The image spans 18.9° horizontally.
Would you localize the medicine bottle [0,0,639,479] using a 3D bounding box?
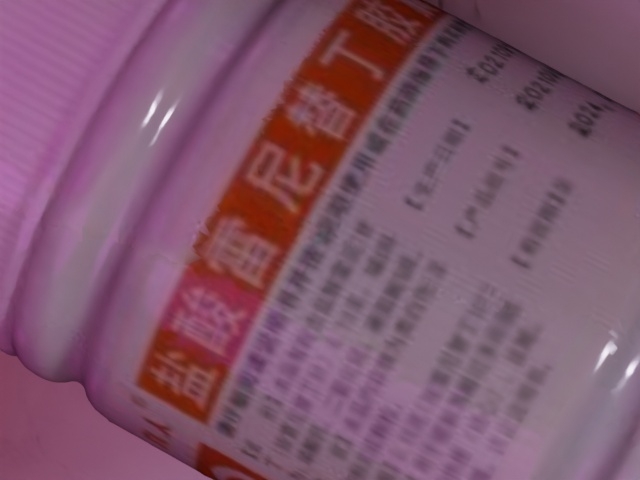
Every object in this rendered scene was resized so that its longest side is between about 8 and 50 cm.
[{"bbox_3d":[0.000,0.000,0.740,0.316,0.202,0.202,28,143,6],"label":"medicine bottle"}]
